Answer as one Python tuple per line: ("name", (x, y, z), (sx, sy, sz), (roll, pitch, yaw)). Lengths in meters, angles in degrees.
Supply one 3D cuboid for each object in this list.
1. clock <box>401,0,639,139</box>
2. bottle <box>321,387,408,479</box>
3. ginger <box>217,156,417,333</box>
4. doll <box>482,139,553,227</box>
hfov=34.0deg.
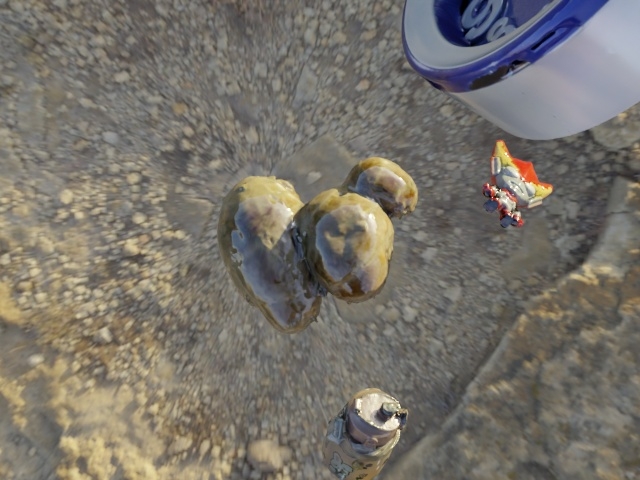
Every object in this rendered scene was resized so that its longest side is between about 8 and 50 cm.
("clock", (0.145, -0.169, 0.569), (0.083, 0.230, 0.230), (29, 90, -21))
("bottle", (0.057, 0.250, 1.382), (0.099, 0.152, 0.099), (7, 54, -9))
("ginger", (0.000, 0.000, 1.517), (0.304, 0.155, 0.244), (-13, 70, 14))
("doll", (0.266, -0.071, 1.465), (0.109, 0.169, 0.057), (42, 132, -2))
